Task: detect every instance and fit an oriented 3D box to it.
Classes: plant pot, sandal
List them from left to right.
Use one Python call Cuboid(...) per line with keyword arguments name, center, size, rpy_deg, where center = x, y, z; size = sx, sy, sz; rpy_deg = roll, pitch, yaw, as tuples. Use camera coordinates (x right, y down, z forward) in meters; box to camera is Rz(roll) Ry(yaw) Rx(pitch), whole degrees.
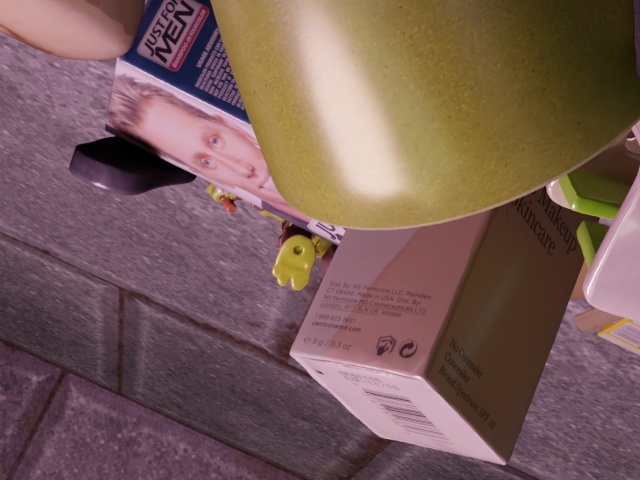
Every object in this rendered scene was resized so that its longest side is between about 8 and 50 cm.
Cuboid(name="sandal", center=(-0.175, -0.094, 1.307), size=(0.097, 0.055, 0.254), rpy_deg=(21, -167, 2))
Cuboid(name="plant pot", center=(0.033, -0.204, 0.713), size=(0.274, 0.275, 0.294), rpy_deg=(5, 136, 41))

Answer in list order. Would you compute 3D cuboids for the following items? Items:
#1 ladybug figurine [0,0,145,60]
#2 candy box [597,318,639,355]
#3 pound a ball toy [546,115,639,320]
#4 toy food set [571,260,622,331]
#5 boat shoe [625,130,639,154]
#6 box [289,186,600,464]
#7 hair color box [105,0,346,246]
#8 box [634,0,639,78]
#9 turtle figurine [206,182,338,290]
Cuboid(name="ladybug figurine", center=(-0.315, -0.289, 0.921), size=(0.449, 0.162, 0.305), rpy_deg=(28, 180, -15))
Cuboid(name="candy box", center=(0.369, 0.085, 1.305), size=(0.105, 0.027, 0.206), rpy_deg=(23, 159, -3))
Cuboid(name="pound a ball toy", center=(0.314, 0.009, 0.738), size=(0.319, 0.208, 0.136), rpy_deg=(13, 122, -11))
Cuboid(name="toy food set", center=(0.235, 0.012, 1.277), size=(0.192, 0.039, 0.132), rpy_deg=(36, 150, -14))
Cuboid(name="boat shoe", center=(0.289, -0.082, 0.889), size=(0.113, 0.103, 0.302), rpy_deg=(-6, 143, 45))
Cuboid(name="box", center=(0.115, -0.009, 0.963), size=(0.121, 0.311, 0.148), rpy_deg=(6, 153, 39))
Cuboid(name="hair color box", center=(-0.020, -0.095, 1.195), size=(0.347, 0.105, 0.174), rpy_deg=(27, 158, -4))
Cuboid(name="box", center=(0.270, -0.124, 0.544), size=(0.270, 0.060, 0.216), rpy_deg=(16, 158, 22))
Cuboid(name="turtle figurine", center=(0.000, 0.000, 1.370), size=(0.269, 0.087, 0.217), rpy_deg=(36, -171, -21))
